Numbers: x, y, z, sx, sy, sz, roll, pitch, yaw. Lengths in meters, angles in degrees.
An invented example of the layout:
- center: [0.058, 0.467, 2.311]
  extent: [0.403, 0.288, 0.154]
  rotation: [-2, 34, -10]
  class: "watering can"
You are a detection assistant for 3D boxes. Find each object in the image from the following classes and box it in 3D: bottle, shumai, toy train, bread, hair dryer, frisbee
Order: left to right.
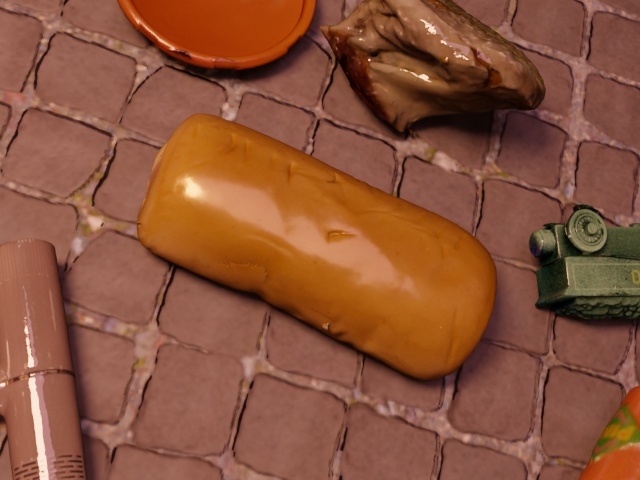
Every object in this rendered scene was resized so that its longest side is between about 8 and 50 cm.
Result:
- center: [-0.288, 0.107, 0.672]
  extent: [0.220, 0.054, 0.195]
  rotation: [-8, 69, -12]
  class: "hair dryer"
- center: [-0.098, -0.236, 0.873]
  extent: [0.192, 0.035, 0.192]
  rotation: [6, 67, -15]
  class: "frisbee"
- center: [0.000, 0.000, 0.775]
  extent: [0.305, 0.091, 0.142]
  rotation: [25, 58, -6]
  class: "bread"
- center: [0.097, -0.156, 0.853]
  extent: [0.201, 0.120, 0.201]
  rotation: [32, 19, -12]
  class: "shumai"
- center: [0.270, 0.022, 0.858]
  extent: [0.172, 0.070, 0.099]
  rotation: [1, 75, -18]
  class: "toy train"
- center: [0.243, 0.206, 0.769]
  extent: [0.069, 0.069, 0.187]
  rotation: [39, 62, 2]
  class: "bottle"
